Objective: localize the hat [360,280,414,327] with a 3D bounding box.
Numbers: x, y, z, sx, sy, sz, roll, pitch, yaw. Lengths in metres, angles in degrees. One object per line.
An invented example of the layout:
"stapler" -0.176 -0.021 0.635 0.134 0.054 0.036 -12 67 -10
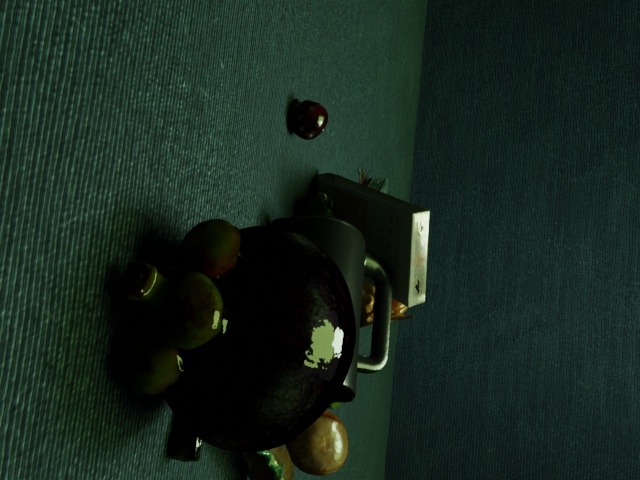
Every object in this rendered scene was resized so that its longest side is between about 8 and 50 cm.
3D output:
"hat" 0.175 0.165 1.978 0.244 0.233 0.233 0 76 -47

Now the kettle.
"kettle" 0.012 0.128 1.094 0.203 0.262 0.308 98 2 -63

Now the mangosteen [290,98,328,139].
"mangosteen" -0.025 -0.244 1.203 0.081 0.081 0.081 5 90 -76

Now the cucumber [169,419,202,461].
"cucumber" -0.164 0.180 0.848 0.044 0.043 0.257 72 25 -68

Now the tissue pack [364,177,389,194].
"tissue pack" 0.170 -0.088 1.984 0.257 0.081 0.185 -53 148 -64

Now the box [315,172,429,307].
"box" 0.101 -0.015 1.320 0.051 0.365 0.205 -13 114 -28

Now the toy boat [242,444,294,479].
"toy boat" -0.110 0.359 1.012 0.099 0.108 0.293 -42 139 -22

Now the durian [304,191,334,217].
"durian" -0.010 0.000 1.302 0.137 0.095 0.221 -145 -130 -64

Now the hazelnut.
"hazelnut" -0.006 0.462 1.374 0.150 0.150 0.150 5 90 -76

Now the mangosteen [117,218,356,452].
"mangosteen" -0.103 0.102 0.716 0.302 0.275 0.275 33 57 -36

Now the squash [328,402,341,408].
"squash" 0.061 0.387 1.746 0.252 0.066 0.066 -69 159 -51

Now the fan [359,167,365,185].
"fan" 0.136 -0.205 1.974 0.133 0.005 0.085 64 34 -65
